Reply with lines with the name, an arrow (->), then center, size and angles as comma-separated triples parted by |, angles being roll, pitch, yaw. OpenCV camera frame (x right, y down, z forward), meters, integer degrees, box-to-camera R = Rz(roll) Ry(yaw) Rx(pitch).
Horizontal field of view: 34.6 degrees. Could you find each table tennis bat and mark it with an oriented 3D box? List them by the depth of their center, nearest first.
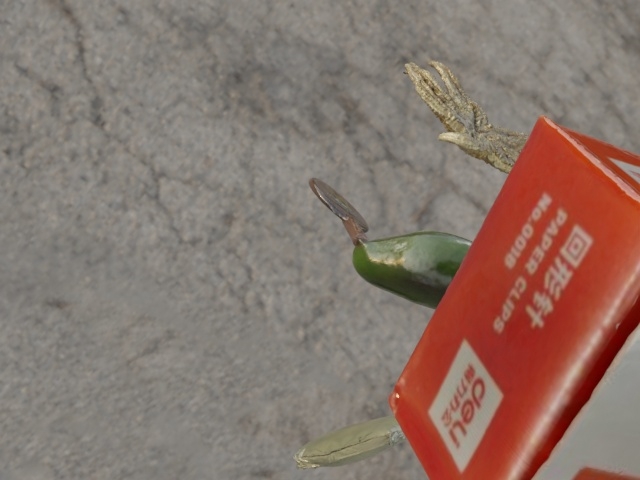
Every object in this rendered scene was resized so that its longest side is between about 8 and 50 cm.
table tennis bat -> 0.000, 0.000, 1.427 | 0.107, 0.119, 0.170 | 35, 13, -28

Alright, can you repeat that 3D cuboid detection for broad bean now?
broad bean -> 0.123, 0.048, 0.543 | 0.227, 0.069, 0.039 | 31, 35, -1

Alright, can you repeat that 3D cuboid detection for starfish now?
starfish -> 0.253, -0.165, 1.580 | 0.302, 0.060, 0.299 | 29, 25, -14

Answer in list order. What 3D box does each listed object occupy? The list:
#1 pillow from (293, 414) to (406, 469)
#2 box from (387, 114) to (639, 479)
pillow -> 0.059, 0.303, 1.545 | 0.119, 0.208, 0.053 | -15, 83, -54
box -> 0.138, 0.052, 0.374 | 0.182, 0.133, 0.099 | 17, 24, -26
